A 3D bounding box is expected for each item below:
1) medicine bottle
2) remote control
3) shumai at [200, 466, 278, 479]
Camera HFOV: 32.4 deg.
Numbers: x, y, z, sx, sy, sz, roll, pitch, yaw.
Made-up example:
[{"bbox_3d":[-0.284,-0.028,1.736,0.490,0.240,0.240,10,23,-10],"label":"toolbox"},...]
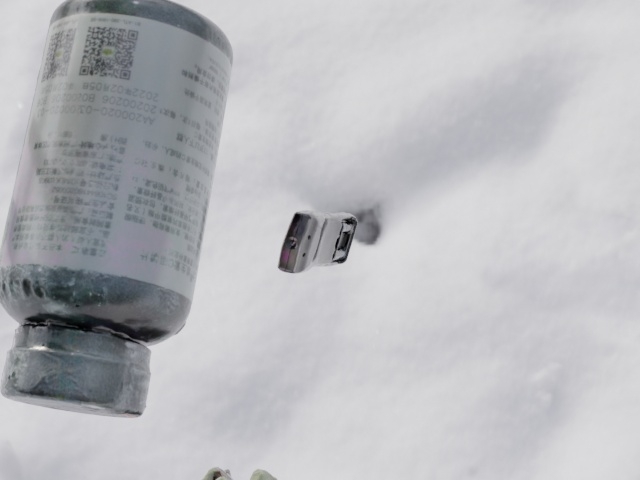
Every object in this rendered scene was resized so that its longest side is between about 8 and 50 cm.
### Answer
[{"bbox_3d":[-0.153,-0.022,0.801,0.142,0.141,0.293,6,75,8],"label":"medicine bottle"},{"bbox_3d":[0.000,0.000,1.021,0.028,0.212,0.059,21,96,11],"label":"remote control"},{"bbox_3d":[-0.081,0.314,0.971,0.189,0.256,0.218,50,36,4],"label":"shumai"}]
